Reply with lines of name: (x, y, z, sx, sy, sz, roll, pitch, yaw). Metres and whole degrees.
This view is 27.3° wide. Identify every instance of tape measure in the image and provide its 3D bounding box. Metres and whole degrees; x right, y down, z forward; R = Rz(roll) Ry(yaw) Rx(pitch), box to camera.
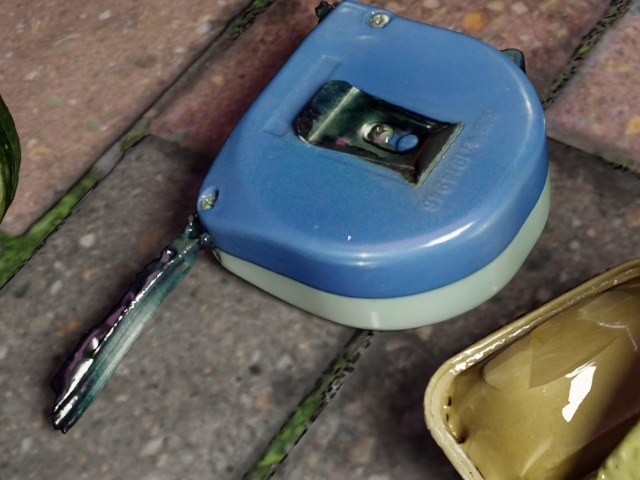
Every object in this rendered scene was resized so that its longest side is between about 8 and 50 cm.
tape measure: (0.000, 0.000, 0.812, 0.215, 0.098, 0.351, 21, 62, 28)

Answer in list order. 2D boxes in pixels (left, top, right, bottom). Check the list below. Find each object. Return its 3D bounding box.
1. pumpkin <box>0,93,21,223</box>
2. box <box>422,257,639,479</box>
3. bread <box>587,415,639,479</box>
pumpkin: (-0.317, -0.052, 0.863, 0.237, 0.159, 0.238, -14, 24, 6)
box: (0.146, 0.082, 0.706, 0.177, 0.111, 0.111, -29, 52, -10)
bread: (0.216, 0.110, 0.503, 0.244, 0.362, 0.233, -23, 51, -9)
